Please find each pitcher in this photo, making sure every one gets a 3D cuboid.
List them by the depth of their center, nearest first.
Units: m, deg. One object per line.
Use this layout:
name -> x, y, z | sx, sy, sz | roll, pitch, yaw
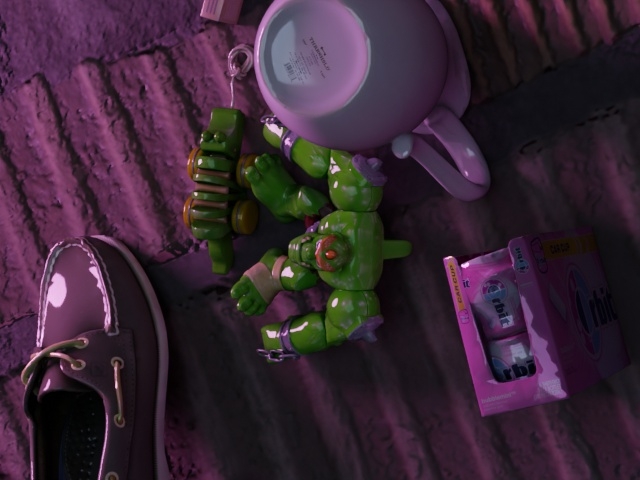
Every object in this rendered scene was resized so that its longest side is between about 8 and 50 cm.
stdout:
pitcher -> 0.049, -0.105, 1.048 | 0.125, 0.207, 0.177 | -34, 80, 22

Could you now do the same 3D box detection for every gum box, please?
gum box -> 0.150, 0.052, 1.018 | 0.062, 0.188, 0.107 | -17, 86, 24

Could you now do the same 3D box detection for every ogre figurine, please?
ogre figurine -> 0.000, 0.000, 1.140 | 0.118, 0.097, 0.197 | 7, 79, 41

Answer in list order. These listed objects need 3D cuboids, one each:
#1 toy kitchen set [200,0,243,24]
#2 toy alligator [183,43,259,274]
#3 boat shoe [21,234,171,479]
toy kitchen set -> -0.107, -0.222, 1.188 | 0.083, 0.068, 0.075 | 19, 100, 22
toy alligator -> -0.081, -0.066, 1.191 | 0.056, 0.051, 0.189 | 7, 95, 23
boat shoe -> -0.186, 0.129, 1.191 | 0.109, 0.091, 0.305 | -21, 66, 28
